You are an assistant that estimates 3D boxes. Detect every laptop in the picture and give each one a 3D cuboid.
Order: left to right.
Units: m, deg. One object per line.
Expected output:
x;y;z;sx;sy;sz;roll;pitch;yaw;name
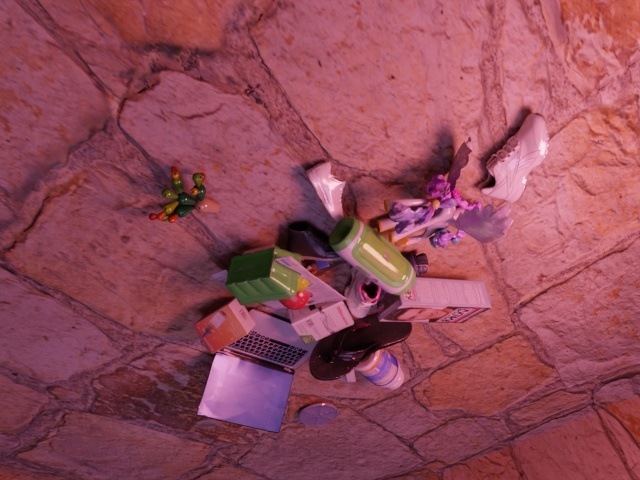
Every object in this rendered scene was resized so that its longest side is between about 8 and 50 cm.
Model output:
-0.216;0.527;1.727;0.382;0.236;0.408;27;121;-29;laptop

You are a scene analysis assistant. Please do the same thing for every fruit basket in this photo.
-0.131;0.147;1.469;0.327;0.165;0.353;-13;152;31;fruit basket

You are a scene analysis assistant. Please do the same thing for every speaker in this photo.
0.167;0.053;1.368;0.296;0.131;0.131;38;115;-25;speaker

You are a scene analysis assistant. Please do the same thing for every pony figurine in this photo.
0.374;-0.096;1.323;0.364;0.302;0.351;-13;163;-4;pony figurine

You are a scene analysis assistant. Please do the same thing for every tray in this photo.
0.069;0.526;1.806;0.145;0.030;0.270;16;147;19;tray

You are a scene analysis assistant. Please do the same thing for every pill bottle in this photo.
0.250;0.539;1.874;0.152;0.152;0.272;-33;128;17;pill bottle

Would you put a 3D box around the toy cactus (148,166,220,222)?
-0.382;-0.119;1.266;0.180;0.112;0.219;16;125;-45;toy cactus

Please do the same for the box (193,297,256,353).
-0.348;0.307;1.581;0.170;0.091;0.130;-32;95;15;box

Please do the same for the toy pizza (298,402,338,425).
-0.011;0.865;2.178;0.201;0.032;0.201;-5;129;-6;toy pizza

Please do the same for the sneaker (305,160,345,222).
0.041;-0.145;1.322;0.094;0.080;0.212;-31;127;1;sneaker

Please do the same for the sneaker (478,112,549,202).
0.583;-0.242;1.314;0.129;0.111;0.297;5;127;-7;sneaker

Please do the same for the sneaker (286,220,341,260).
0.000;0.000;1.425;0.222;0.083;0.118;-2;130;-6;sneaker

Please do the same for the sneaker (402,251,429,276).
0.284;0.063;1.515;0.163;0.086;0.226;-18;141;19;sneaker

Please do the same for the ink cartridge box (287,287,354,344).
0.003;0.289;1.653;0.208;0.087;0.153;-24;130;3;ink cartridge box

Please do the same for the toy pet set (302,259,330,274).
-0.025;0.089;1.507;0.114;0.065;0.122;-18;131;5;toy pet set

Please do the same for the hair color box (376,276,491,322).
0.414;0.225;1.613;0.375;0.113;0.185;5;150;-19;hair color box

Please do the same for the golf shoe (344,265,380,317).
0.156;0.197;1.582;0.115;0.140;0.306;-5;132;-8;golf shoe

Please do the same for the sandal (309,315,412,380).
0.150;0.378;1.669;0.446;0.167;0.107;-25;149;-17;sandal
